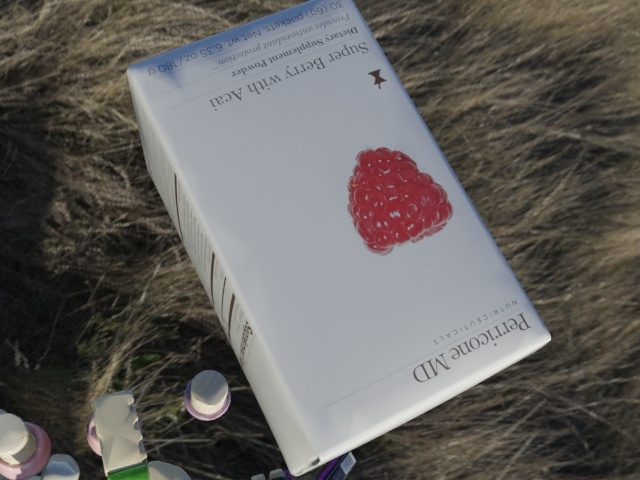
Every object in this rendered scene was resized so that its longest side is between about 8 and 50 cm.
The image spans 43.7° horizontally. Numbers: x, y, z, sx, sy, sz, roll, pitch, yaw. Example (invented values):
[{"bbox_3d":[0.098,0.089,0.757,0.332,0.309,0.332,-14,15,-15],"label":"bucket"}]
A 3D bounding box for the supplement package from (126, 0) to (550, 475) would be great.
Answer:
[{"bbox_3d":[0.000,0.000,0.600,0.177,0.175,0.293,-24,76,-15],"label":"supplement package"}]

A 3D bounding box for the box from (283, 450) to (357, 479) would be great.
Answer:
[{"bbox_3d":[-0.030,0.396,1.281,0.029,0.162,0.116,59,35,-5],"label":"box"}]

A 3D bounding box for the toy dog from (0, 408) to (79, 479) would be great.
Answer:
[{"bbox_3d":[-0.539,0.419,1.129,0.395,0.408,0.285,-42,100,-26],"label":"toy dog"}]

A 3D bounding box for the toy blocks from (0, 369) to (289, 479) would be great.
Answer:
[{"bbox_3d":[-0.203,0.324,0.939,0.308,0.260,0.289,-13,70,-17],"label":"toy blocks"}]
